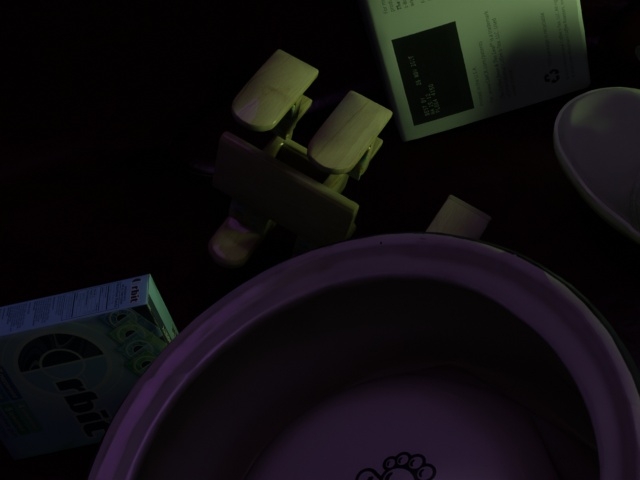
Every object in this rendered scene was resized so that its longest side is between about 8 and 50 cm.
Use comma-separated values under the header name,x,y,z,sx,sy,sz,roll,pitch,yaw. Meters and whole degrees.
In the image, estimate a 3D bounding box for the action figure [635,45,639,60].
name,x,y,z,sx,sy,sz,roll,pitch,yaw
action figure,0.427,-0.196,1.203,0.232,0.137,0.063,-20,28,-14

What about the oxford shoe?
name,x,y,z,sx,sy,sz,roll,pitch,yaw
oxford shoe,0.356,-0.040,0.979,0.169,0.130,0.449,-33,41,-10

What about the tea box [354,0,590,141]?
name,x,y,z,sx,sy,sz,roll,pitch,yaw
tea box,0.125,-0.347,1.297,0.220,0.329,0.323,-17,42,3

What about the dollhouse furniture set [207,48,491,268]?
name,x,y,z,sx,sy,sz,roll,pitch,yaw
dollhouse furniture set,0.000,0.000,1.064,0.242,0.212,0.161,30,54,9

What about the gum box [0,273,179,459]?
name,x,y,z,sx,sy,sz,roll,pitch,yaw
gum box,-0.211,0.114,1.052,0.184,0.157,0.041,-13,41,8

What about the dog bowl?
name,x,y,z,sx,sy,sz,roll,pitch,yaw
dog bowl,0.038,0.200,0.823,0.408,0.150,0.408,-16,48,18
